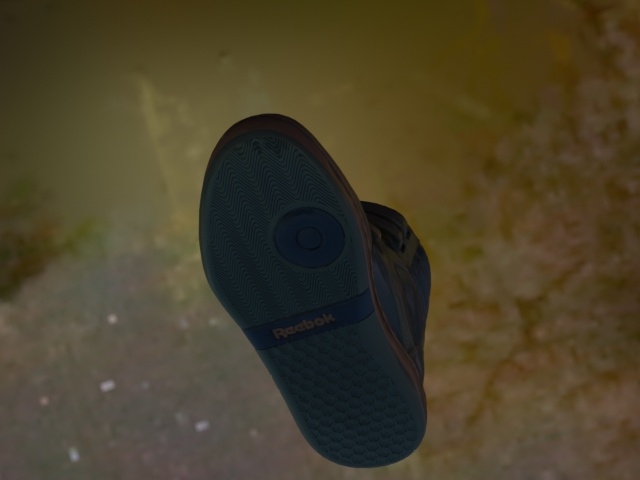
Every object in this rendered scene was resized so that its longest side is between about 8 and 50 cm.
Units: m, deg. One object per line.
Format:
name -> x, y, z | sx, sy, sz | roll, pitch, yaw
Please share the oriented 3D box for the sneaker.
sneaker -> 0.000, 0.000, 1.408 | 0.127, 0.319, 0.208 | -10, -145, 14
